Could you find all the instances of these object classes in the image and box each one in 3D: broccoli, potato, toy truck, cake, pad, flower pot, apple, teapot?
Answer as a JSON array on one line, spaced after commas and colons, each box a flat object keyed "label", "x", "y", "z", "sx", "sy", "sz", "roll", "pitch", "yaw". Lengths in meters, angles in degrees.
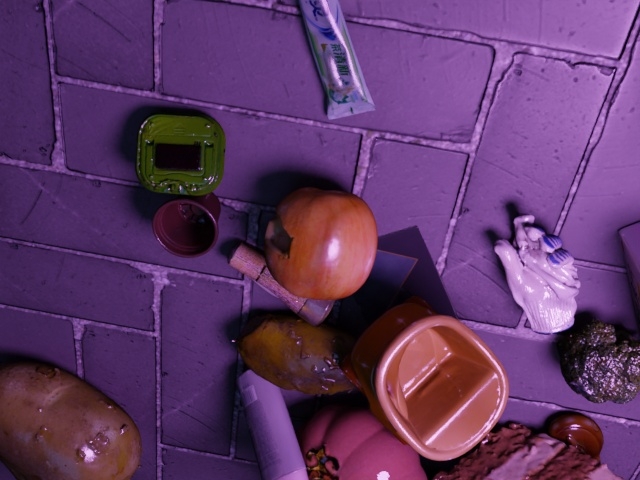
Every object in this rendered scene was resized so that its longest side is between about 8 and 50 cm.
[{"label": "broccoli", "x": 0.483, "y": 0.208, "z": 1.136, "sx": 0.145, "sy": 0.138, "sz": 0.162, "roll": 52, "pitch": 159, "yaw": 9}, {"label": "potato", "x": -0.531, "y": 0.390, "z": 1.351, "sx": 0.270, "sy": 0.219, "sz": 0.359, "roll": -27, "pitch": 113, "yaw": 30}, {"label": "toy truck", "x": 0.172, "y": 0.229, "z": 1.111, "sx": 0.204, "sy": 0.212, "sz": 0.288, "roll": -41, "pitch": 110, "yaw": -9}, {"label": "cake", "x": 0.395, "y": 0.537, "z": 1.231, "sx": 0.256, "sy": 0.290, "sz": 0.281, "roll": -26, "pitch": 121, "yaw": -24}, {"label": "potato", "x": -0.040, "y": 0.209, "z": 1.224, "sx": 0.252, "sy": 0.113, "sz": 0.149, "roll": 12, "pitch": 118, "yaw": 1}, {"label": "pad", "x": 0.139, "y": 0.092, "z": 1.189, "sx": 0.164, "sy": 0.004, "sz": 0.243, "roll": -18, "pitch": 119, "yaw": 19}, {"label": "flower pot", "x": -0.212, "y": -0.040, "z": 1.104, "sx": 0.111, "sy": 0.089, "sz": 0.111, "roll": 3, "pitch": 122, "yaw": 5}, {"label": "apple", "x": 0.000, "y": 0.000, "z": 1.056, "sx": 0.199, "sy": 0.199, "sz": 0.199, "roll": 4, "pitch": 123, "yaw": 6}, {"label": "teapot", "x": 0.495, "y": 0.390, "z": 1.283, "sx": 0.098, "sy": 0.078, "sz": 0.129, "roll": -27, "pitch": 115, "yaw": 23}]

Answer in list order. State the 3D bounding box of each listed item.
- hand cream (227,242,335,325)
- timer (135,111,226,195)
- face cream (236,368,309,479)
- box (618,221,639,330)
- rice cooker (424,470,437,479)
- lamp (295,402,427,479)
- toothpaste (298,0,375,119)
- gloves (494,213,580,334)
[{"label": "hand cream", "x": -0.071, "y": 0.069, "z": 1.164, "sx": 0.203, "sy": 0.084, "sz": 0.084, "roll": 30, "pitch": 122, "yaw": -5}, {"label": "timer", "x": -0.220, "y": -0.136, "z": 1.043, "sx": 0.140, "sy": 0.047, "sz": 0.127, "roll": 5, "pitch": 93, "yaw": 6}, {"label": "face cream", "x": -0.089, "y": 0.373, "z": 1.251, "sx": 0.073, "sy": 0.269, "sz": 0.107, "roll": 0, "pitch": 146, "yaw": -33}, {"label": "box", "x": 0.589, "y": 0.136, "z": 1.050, "sx": 0.145, "sy": 0.173, "sz": 0.332, "roll": -15, "pitch": 119, "yaw": 19}, {"label": "rice cooker", "x": 0.233, "y": 0.570, "z": 1.413, "sx": 0.203, "sy": 0.118, "sz": 0.142, "roll": 20, "pitch": 123, "yaw": -9}, {"label": "lamp", "x": 0.078, "y": 0.464, "z": 1.294, "sx": 0.306, "sy": 0.240, "sz": 0.305, "roll": 3, "pitch": 94, "yaw": 44}, {"label": "toothpaste", "x": 0.006, "y": -0.306, "z": 0.930, "sx": 0.075, "sy": 0.048, "sz": 0.296, "roll": -11, "pitch": 123, "yaw": 14}, {"label": "gloves", "x": 0.354, "y": 0.052, "z": 1.078, "sx": 0.119, "sy": 0.097, "sz": 0.229, "roll": -15, "pitch": 124, "yaw": 12}]
